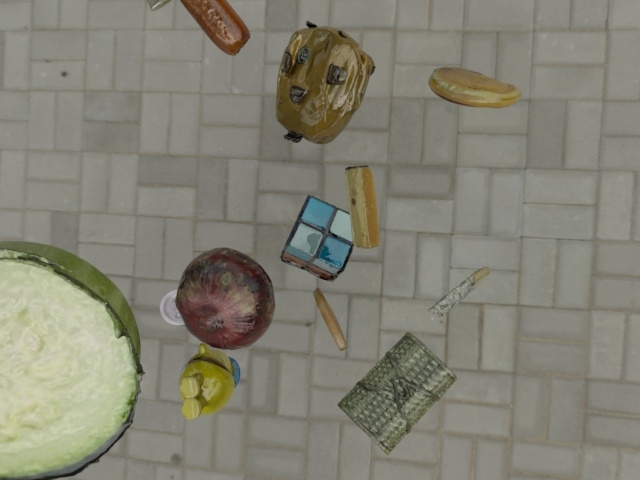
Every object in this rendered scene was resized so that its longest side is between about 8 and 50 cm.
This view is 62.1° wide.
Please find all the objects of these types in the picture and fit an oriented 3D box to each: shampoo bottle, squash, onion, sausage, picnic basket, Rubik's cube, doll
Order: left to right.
[{"bbox_3d":[-0.255,0.093,0.467,0.220,0.133,0.220,-1,112,-3],"label":"squash"},{"bbox_3d":[-0.377,0.188,1.448,0.092,0.303,0.092,2,80,-10],"label":"shampoo bottle"},{"bbox_3d":[-0.219,-0.458,1.047,0.076,0.076,0.197,-38,108,6],"label":"sausage"},{"bbox_3d":[-0.297,0.370,1.452,0.145,0.363,0.199,-2,91,3],"label":"doll"},{"bbox_3d":[-0.218,0.137,1.211,0.247,0.190,0.246,11,120,20],"label":"onion"},{"bbox_3d":[0.000,-0.001,1.522,0.184,0.180,0.167,23,72,-2],"label":"Rubik's cube"},{"bbox_3d":[0.144,0.292,1.018,0.196,0.154,0.134,-42,79,-12],"label":"picnic basket"}]

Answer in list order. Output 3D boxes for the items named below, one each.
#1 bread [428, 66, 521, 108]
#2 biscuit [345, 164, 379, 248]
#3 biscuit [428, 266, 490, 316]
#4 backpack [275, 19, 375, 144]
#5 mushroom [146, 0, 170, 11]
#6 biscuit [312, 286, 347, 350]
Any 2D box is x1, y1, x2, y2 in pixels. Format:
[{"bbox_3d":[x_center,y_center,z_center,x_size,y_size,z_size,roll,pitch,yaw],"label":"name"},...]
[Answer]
[{"bbox_3d":[0.183,-0.182,0.633,0.110,0.110,0.024,12,123,8],"label":"bread"},{"bbox_3d":[0.093,-0.075,1.202,0.056,0.052,0.187,-2,98,40],"label":"biscuit"},{"bbox_3d":[0.362,0.137,1.382,0.188,0.265,0.040,-37,76,-8],"label":"biscuit"},{"bbox_3d":[-0.008,-0.498,1.720,0.354,0.201,0.377,29,112,41],"label":"backpack"},{"bbox_3d":[-0.189,-0.419,0.776,0.202,0.059,0.054,-40,60,16],"label":"mushroom"},{"bbox_3d":[0.025,0.212,1.495,0.029,0.141,0.220,-27,43,1],"label":"biscuit"}]
